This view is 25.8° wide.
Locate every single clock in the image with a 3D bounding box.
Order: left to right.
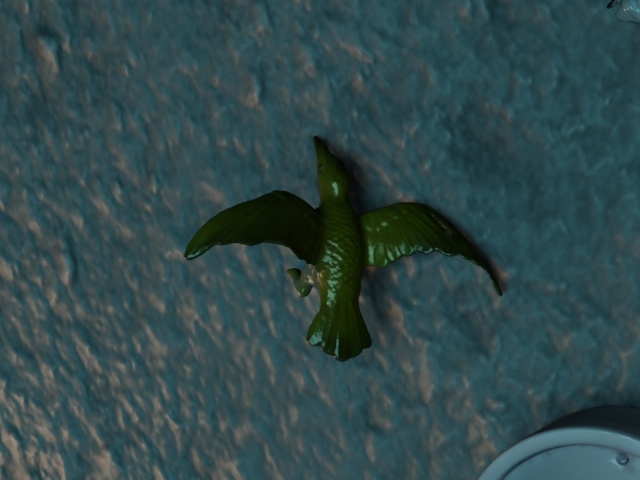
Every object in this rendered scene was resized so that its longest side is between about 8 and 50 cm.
[{"bbox_3d":[0.191,0.210,0.911,0.196,0.068,0.197,5,100,30],"label":"clock"}]

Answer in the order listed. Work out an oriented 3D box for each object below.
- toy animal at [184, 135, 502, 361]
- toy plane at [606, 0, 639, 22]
[{"bbox_3d":[0.000,0.000,0.988,0.155,0.219,0.095,-110,30,-48],"label":"toy animal"},{"bbox_3d":[0.257,-0.025,0.843,0.182,0.107,0.273,97,155,-61],"label":"toy plane"}]
